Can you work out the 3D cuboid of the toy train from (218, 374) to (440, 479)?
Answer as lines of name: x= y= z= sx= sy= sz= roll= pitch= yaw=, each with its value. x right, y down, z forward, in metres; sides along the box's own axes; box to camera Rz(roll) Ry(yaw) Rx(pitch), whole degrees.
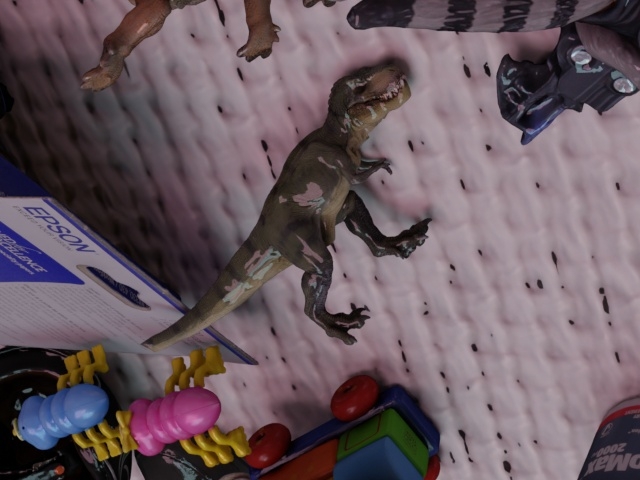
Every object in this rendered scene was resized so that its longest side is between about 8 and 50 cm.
toy train: x=-0.027 y=0.219 z=1.328 sx=0.248 sy=0.143 sz=0.105 roll=-31 pitch=109 yaw=22

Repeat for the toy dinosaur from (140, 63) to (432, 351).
toy dinosaur: x=0.000 y=0.000 z=1.185 sx=0.118 sy=0.064 sz=0.268 roll=35 pitch=106 yaw=-10

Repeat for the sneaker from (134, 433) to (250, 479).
sneaker: x=-0.089 y=0.274 z=1.480 sx=0.101 sy=0.106 sz=0.267 roll=-9 pitch=121 yaw=37

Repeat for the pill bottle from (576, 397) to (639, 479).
pill bottle: x=0.221 y=0.205 z=1.188 sx=0.108 sy=0.180 sz=0.108 roll=15 pitch=133 yaw=17

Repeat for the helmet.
helmet: x=-0.237 y=0.176 z=1.436 sx=0.169 sy=0.161 sz=0.169 roll=-6 pitch=119 yaw=-11

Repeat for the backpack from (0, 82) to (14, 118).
backpack: x=-0.336 y=-0.137 z=1.255 sx=0.173 sy=0.117 sz=0.158 roll=9 pitch=131 yaw=25

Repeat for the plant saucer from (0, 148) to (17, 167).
plant saucer: x=-0.268 y=-0.053 z=1.360 sx=0.083 sy=0.015 sz=0.083 roll=16 pitch=134 yaw=17

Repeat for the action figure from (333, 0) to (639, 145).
action figure: x=0.156 y=-0.118 z=0.929 sx=0.330 sy=0.178 sz=0.341 roll=16 pitch=144 yaw=-17

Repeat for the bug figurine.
bug figurine: x=-0.127 y=0.203 z=1.273 sx=0.216 sy=0.072 sz=0.279 roll=-27 pitch=80 yaw=33

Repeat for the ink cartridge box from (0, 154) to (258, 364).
ink cartridge box: x=-0.238 y=0.007 z=1.267 sx=0.307 sy=0.072 sz=0.303 roll=-1 pitch=155 yaw=26

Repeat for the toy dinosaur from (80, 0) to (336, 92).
toy dinosaur: x=-0.083 y=-0.219 z=1.048 sx=0.296 sy=0.127 sz=0.200 roll=-34 pitch=71 yaw=27
